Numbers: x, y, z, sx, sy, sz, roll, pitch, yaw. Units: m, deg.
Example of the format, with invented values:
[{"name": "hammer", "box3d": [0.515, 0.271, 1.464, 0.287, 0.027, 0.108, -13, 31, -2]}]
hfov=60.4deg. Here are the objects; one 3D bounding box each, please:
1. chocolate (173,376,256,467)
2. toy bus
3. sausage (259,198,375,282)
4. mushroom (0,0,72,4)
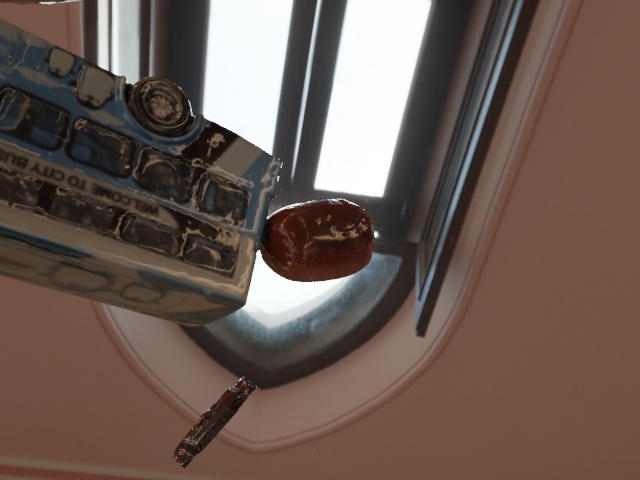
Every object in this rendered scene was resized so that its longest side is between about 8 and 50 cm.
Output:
[{"name": "chocolate", "box3d": [-0.190, 0.317, 0.976, 0.182, 0.028, 0.086, -43, -161, -20]}, {"name": "toy bus", "box3d": [-0.174, -0.049, 0.319, 0.297, 0.106, 0.131, 21, -118, -31]}, {"name": "sausage", "box3d": [0.000, 0.000, 0.396, 0.094, 0.054, 0.059, -5, -109, -36]}, {"name": "mushroom", "box3d": [-0.356, -0.468, 0.791, 0.397, 0.314, 0.224, 8, -177, -32]}]
